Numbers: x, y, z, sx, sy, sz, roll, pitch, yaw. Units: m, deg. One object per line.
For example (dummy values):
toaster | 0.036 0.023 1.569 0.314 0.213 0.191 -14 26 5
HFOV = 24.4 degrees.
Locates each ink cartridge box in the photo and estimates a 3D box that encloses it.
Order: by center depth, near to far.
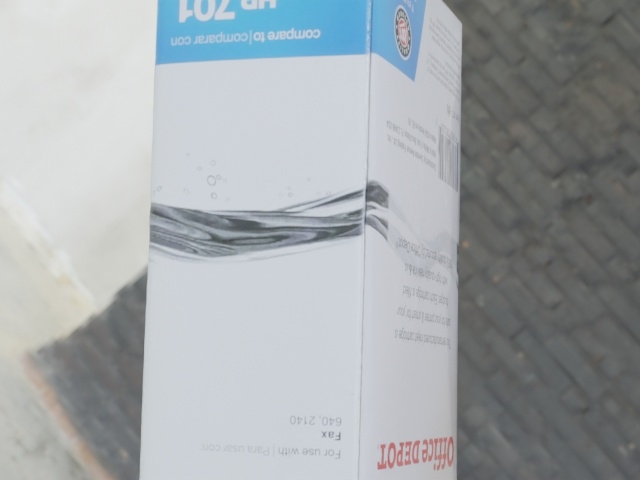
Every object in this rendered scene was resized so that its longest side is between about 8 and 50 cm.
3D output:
ink cartridge box | 0.000 0.000 0.528 0.139 0.082 0.191 19 73 -72
